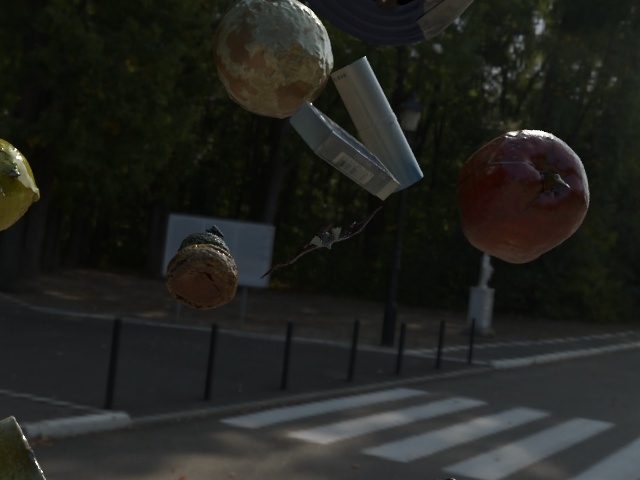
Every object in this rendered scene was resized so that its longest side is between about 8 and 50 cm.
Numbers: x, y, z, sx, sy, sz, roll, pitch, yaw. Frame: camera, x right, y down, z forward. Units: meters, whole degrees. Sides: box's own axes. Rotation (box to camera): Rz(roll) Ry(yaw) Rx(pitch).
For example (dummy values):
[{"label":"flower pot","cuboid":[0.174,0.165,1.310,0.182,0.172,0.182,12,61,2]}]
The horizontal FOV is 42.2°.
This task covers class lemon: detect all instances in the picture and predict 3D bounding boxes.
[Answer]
[{"label":"lemon","cuboid":[-0.577,-0.092,1.385,0.207,0.173,0.173,7,-2,17]}]

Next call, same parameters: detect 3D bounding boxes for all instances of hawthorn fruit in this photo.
[{"label":"hawthorn fruit","cuboid":[0.378,-0.087,1.566,0.258,0.258,0.261,6,-42,5]}]

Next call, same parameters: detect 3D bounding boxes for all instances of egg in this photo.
[{"label":"egg","cuboid":[-0.085,-0.315,1.403,0.203,0.203,0.245,8,35,-34]}]

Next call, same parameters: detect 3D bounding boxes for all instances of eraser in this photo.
[{"label":"eraser","cuboid":[0.042,-0.139,1.329,0.212,0.046,0.092,30,19,-50]}]

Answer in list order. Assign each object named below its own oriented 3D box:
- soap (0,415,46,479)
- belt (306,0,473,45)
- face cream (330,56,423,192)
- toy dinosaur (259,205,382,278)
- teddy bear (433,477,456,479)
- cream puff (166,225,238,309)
[{"label":"soap","cuboid":[-0.489,0.357,1.057,0.274,0.089,0.173,-26,46,-25]},{"label":"belt","cuboid":[0.033,-0.369,0.849,0.212,0.117,0.347,-28,-57,23]},{"label":"face cream","cuboid":[0.106,-0.215,1.556,0.077,0.250,0.077,-26,10,5]},{"label":"toy dinosaur","cuboid":[0.001,0.001,1.284,0.220,0.032,0.108,-28,6,-4]},{"label":"teddy bear","cuboid":[0.178,0.324,0.703,0.144,0.171,0.251,-28,-52,18]},{"label":"cream puff","cuboid":[-0.277,0.050,2.007,0.184,0.169,0.183,2,-47,2]}]
